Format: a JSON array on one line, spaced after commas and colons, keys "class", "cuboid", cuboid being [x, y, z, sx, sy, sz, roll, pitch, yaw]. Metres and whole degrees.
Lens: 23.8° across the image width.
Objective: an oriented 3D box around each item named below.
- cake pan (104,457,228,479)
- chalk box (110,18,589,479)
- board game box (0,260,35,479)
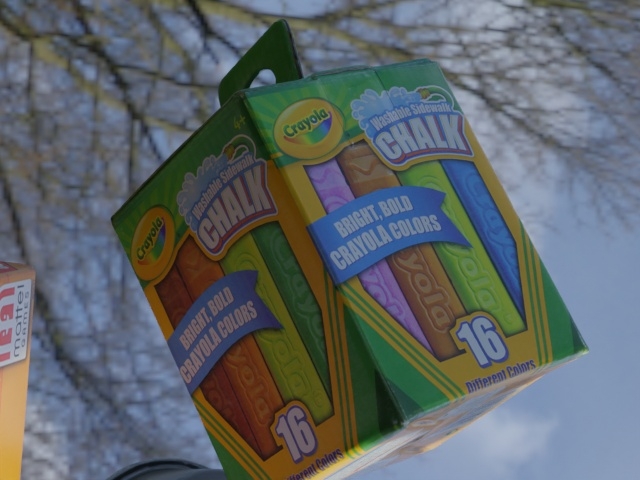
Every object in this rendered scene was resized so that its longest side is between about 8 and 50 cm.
[{"class": "cake pan", "cuboid": [-0.077, 0.301, 1.145, 0.054, 0.293, 0.293, -24, -112, 34]}, {"class": "chalk box", "cuboid": [0.000, 0.000, 0.984, 0.180, 0.179, 0.289, -41, -109, 45]}, {"class": "board game box", "cuboid": [-0.409, 0.183, 0.869, 0.356, 0.356, 0.356, 6, -85, 11]}]
